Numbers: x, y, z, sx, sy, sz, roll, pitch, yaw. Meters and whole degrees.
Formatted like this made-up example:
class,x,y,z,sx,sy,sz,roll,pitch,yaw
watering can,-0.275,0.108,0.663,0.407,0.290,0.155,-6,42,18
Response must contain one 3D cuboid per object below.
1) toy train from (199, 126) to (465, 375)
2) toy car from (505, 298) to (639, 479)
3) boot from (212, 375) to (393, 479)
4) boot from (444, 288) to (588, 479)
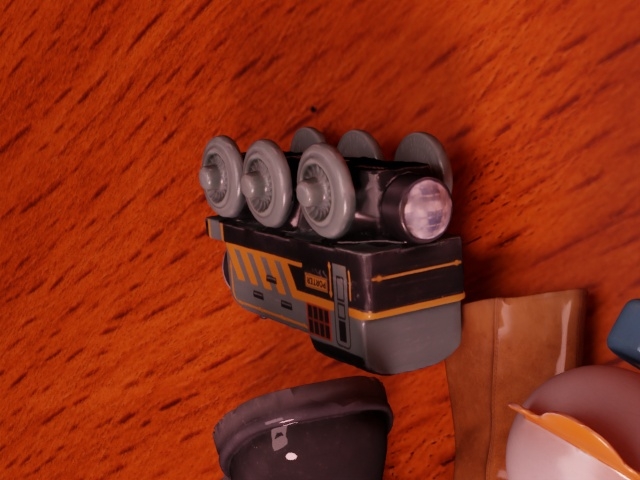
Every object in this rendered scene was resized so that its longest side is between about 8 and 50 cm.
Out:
class,x,y,z,sx,sy,sz,roll,pitch,yaw
toy train,0.000,0.000,0.956,0.334,0.142,0.190,12,108,57
toy car,0.196,0.148,0.644,0.210,0.238,0.219,30,88,31
boot,0.033,0.365,0.851,0.367,0.146,0.445,100,157,-64
boot,0.199,0.178,0.830,0.264,0.096,0.280,-6,79,53
